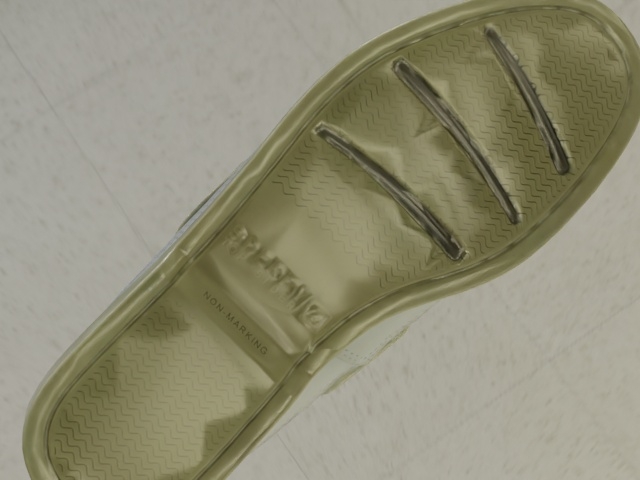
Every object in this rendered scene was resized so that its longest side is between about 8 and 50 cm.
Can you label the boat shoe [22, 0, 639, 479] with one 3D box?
[{"bbox_3d":[0.000,0.000,0.623,0.302,0.103,0.113,-37,95,-8],"label":"boat shoe"}]
